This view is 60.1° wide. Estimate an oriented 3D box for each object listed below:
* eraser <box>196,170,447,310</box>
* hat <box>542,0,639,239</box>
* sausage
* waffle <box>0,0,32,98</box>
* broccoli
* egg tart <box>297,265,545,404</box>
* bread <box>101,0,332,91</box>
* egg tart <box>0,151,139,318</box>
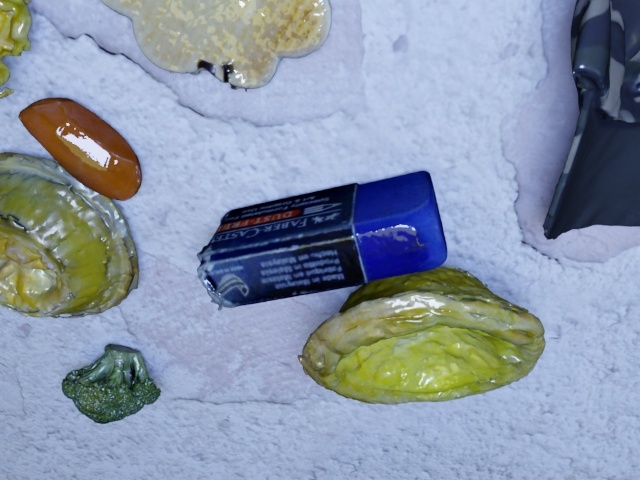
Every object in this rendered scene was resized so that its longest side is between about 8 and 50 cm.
[{"bbox_3d":[0.000,0.000,0.765,0.332,0.155,0.102,-12,118,13],"label":"eraser"},{"bbox_3d":[0.387,-0.179,0.641,0.366,0.257,0.382,-4,158,-9],"label":"hat"},{"bbox_3d":[-0.323,-0.130,0.766,0.089,0.089,0.179,-36,117,24],"label":"sausage"},{"bbox_3d":[-0.504,-0.277,0.674,0.280,0.060,0.262,-23,97,2],"label":"waffle"},{"bbox_3d":[-0.366,0.261,0.987,0.162,0.146,0.138,14,91,15],"label":"broccoli"},{"bbox_3d":[0.140,0.132,0.798,0.345,0.133,0.345,-2,148,-2],"label":"egg tart"},{"bbox_3d":[-0.124,-0.330,0.640,0.315,0.054,0.316,3,122,5],"label":"bread"},{"bbox_3d":[-0.435,0.019,0.847,0.314,0.120,0.315,5,123,7],"label":"egg tart"}]
